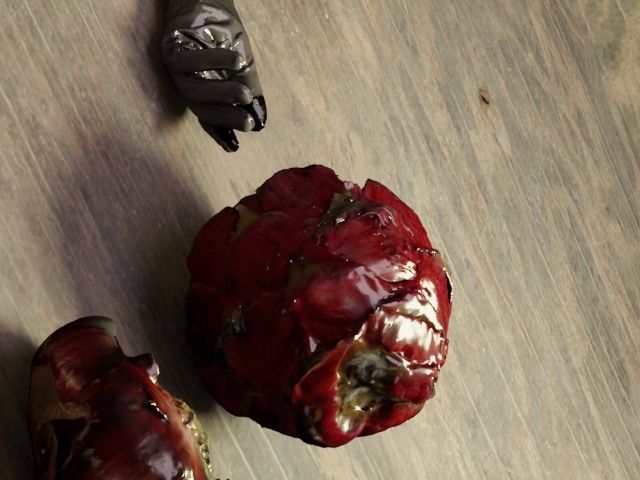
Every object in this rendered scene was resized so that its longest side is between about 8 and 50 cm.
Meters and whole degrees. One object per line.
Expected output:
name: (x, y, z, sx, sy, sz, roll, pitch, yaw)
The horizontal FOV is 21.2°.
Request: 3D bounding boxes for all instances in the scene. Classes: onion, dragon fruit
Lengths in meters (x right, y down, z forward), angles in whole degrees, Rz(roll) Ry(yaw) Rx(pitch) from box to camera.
onion: (-0.207, 0.212, 1.643, 0.272, 0.195, 0.272, 52, -7, 10)
dragon fruit: (-0.003, 0.078, 1.931, 0.329, 0.329, 0.329, 36, 45, -48)

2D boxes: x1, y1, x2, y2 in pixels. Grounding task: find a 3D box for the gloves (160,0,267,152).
gloves: (-0.128, -0.227, 2.078, 0.142, 0.119, 0.285, 21, 43, -42)
